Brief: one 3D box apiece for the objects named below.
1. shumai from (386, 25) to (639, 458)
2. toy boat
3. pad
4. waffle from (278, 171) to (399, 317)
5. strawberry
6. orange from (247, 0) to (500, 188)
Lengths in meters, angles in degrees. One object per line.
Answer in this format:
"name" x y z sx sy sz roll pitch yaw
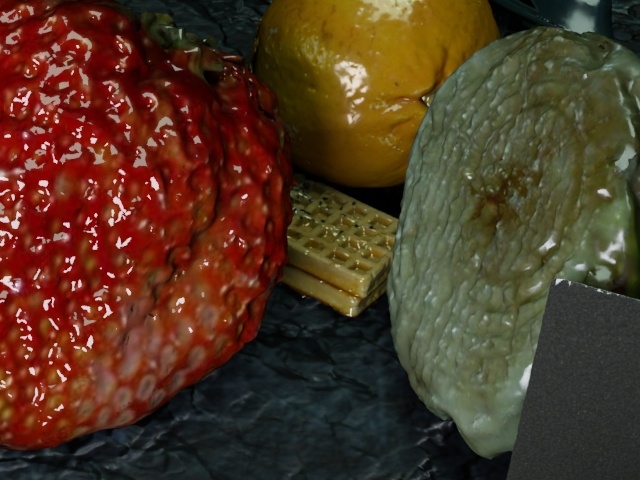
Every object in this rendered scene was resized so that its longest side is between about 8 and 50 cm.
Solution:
"shumai" 0.223 0.015 1.489 0.263 0.309 0.304 18 28 -29
"toy boat" 0.188 -0.234 1.881 0.114 0.122 0.296 8 23 -31
"pad" 0.204 0.133 1.337 0.143 0.211 0.003 16 29 11
"waffle" 0.000 0.000 1.615 0.148 0.042 0.102 27 41 25
"strawberry" -0.184 -0.009 1.446 0.312 0.267 0.351 20 63 8
"orange" 0.049 -0.146 1.670 0.219 0.219 0.193 -7 48 -18
